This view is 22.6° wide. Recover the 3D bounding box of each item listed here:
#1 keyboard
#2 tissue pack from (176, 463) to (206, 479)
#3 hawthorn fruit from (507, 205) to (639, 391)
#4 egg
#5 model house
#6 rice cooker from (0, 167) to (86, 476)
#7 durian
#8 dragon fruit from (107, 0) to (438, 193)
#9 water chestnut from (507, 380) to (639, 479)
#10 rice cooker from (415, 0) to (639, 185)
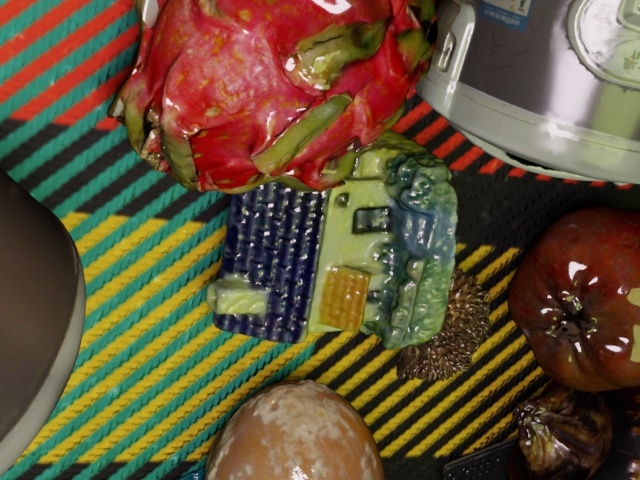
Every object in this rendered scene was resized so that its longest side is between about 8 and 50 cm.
[{"bbox_3d":[0.240,0.266,1.922,0.230,0.025,0.094,-18,124,-26],"label":"keyboard"},{"bbox_3d":[-0.167,0.287,1.662,0.138,0.028,0.085,-18,126,-31],"label":"tissue pack"},{"bbox_3d":[0.331,0.049,1.767,0.248,0.208,0.208,-31,129,-43],"label":"hawthorn fruit"},{"bbox_3d":[-0.026,0.252,1.632,0.195,0.195,0.233,-8,121,-30],"label":"egg"},{"bbox_3d":[0.000,0.000,1.533,0.211,0.170,0.194,-6,118,-31],"label":"model house"},{"bbox_3d":[-0.380,0.026,1.209,0.335,0.335,0.325,-48,130,-4],"label":"rice cooker"},{"bbox_3d":[0.131,0.090,1.660,0.091,0.188,0.148,18,104,7],"label":"durian"},{"bbox_3d":[-0.039,-0.164,1.385,0.303,0.231,0.237,-46,165,4],"label":"dragon fruit"},{"bbox_3d":[0.311,0.248,1.814,0.238,0.223,0.224,30,95,-34],"label":"water chestnut"},{"bbox_3d":[0.251,-0.195,1.534,0.288,0.288,0.277,6,110,-35],"label":"rice cooker"}]
